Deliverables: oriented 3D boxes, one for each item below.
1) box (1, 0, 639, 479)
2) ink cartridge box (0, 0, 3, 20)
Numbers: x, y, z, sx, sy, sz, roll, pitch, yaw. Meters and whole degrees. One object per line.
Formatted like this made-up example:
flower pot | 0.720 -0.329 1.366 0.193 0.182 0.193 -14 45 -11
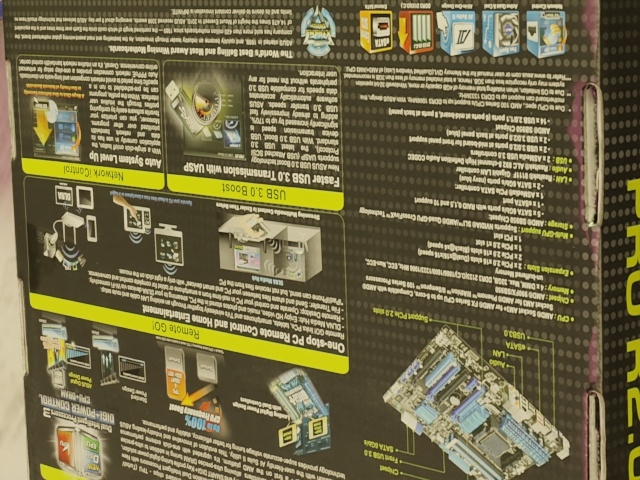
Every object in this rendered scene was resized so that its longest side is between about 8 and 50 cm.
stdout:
box | 0.000 0.000 0.562 0.270 0.060 0.216 7 103 46
ink cartridge box | -0.177 -0.269 0.731 0.176 0.069 0.370 -16 91 46
